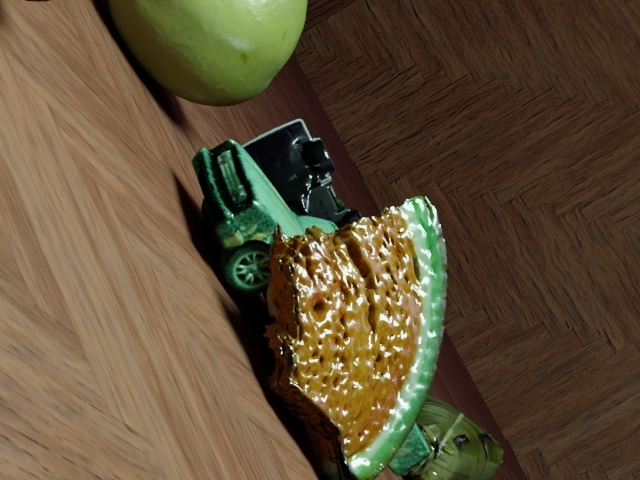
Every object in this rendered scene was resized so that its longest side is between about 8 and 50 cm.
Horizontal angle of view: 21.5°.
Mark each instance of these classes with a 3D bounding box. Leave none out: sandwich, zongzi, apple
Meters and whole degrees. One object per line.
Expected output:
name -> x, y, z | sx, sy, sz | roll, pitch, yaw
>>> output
sandwich -> 0.019, 0.079, 1.328 | 0.159, 0.079, 0.235 | 7, 76, -34
zongzi -> 0.092, 0.201, 1.815 | 0.178, 0.081, 0.189 | 39, 10, 26
apple -> -0.104, -0.225, 1.588 | 0.200, 0.200, 0.200 | 59, 5, -9

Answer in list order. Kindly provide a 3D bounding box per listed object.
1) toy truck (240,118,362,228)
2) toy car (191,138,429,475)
toy truck -> 0.000, 0.000, 1.773 | 0.242, 0.101, 0.125 | 65, 2, 22
toy car -> -0.001, 0.053, 1.455 | 0.321, 0.097, 0.141 | 57, 5, -31
